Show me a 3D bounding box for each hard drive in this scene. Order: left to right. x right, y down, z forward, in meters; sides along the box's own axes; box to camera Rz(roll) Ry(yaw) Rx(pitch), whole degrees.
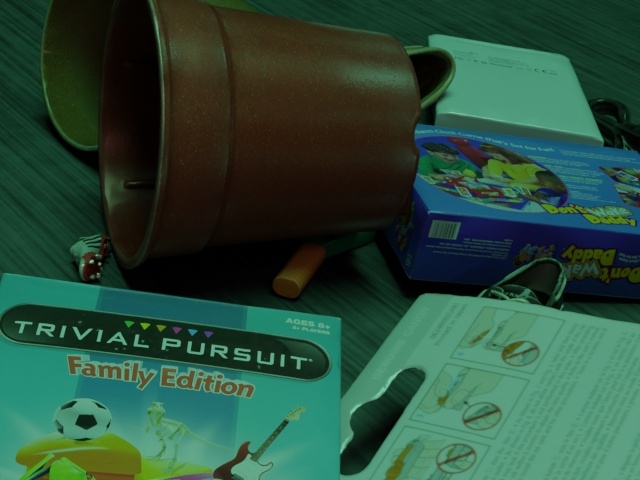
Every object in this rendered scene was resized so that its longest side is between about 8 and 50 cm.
[{"bbox_3d":[0.250,-0.196,1.692,0.210,0.040,0.319,9,27,-2],"label":"hard drive"}]

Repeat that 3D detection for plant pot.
[{"bbox_3d":[-0.158,-0.212,1.475,0.254,0.237,0.237,3,25,-44],"label":"plant pot"},{"bbox_3d":[-0.060,-0.109,1.227,0.265,0.272,0.272,0,29,-21],"label":"plant pot"}]

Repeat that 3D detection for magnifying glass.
[{"bbox_3d":[0.000,0.000,1.307,0.092,0.026,0.231,16,29,11],"label":"magnifying glass"}]

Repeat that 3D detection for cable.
[{"bbox_3d":[0.415,-0.120,1.681,0.139,0.072,0.287,-19,23,-16],"label":"cable"}]

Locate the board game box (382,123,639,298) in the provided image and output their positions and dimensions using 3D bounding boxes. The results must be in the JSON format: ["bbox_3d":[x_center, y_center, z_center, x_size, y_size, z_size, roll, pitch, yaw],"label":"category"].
[{"bbox_3d":[0.233,-0.035,1.373,0.347,0.078,0.233,5,27,-17],"label":"board game box"}]

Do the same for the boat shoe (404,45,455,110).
[{"bbox_3d":[0.040,-0.170,1.489,0.110,0.121,0.341,-7,19,39],"label":"boat shoe"}]

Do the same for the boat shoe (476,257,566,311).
[{"bbox_3d":[0.169,0.074,1.174,0.078,0.070,0.219,22,29,22],"label":"boat shoe"}]

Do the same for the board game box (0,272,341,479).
[{"bbox_3d":[-0.117,0.170,0.816,0.254,0.079,0.336,8,38,-5],"label":"board game box"}]

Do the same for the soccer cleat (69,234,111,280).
[{"bbox_3d":[-0.223,0.016,1.197,0.035,0.029,0.083,2,24,3],"label":"soccer cleat"}]

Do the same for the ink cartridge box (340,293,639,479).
[{"bbox_3d":[0.178,0.186,0.894,0.385,0.091,0.308,8,41,33],"label":"ink cartridge box"}]
